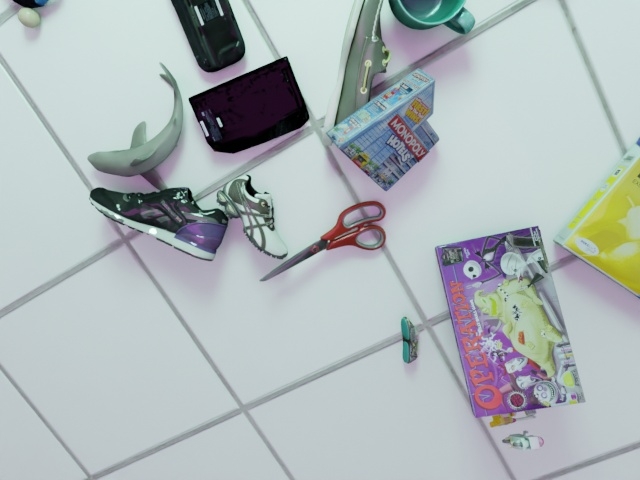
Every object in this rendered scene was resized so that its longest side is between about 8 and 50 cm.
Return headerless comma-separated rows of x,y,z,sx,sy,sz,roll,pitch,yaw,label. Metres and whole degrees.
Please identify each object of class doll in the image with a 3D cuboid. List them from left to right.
-0.556,-0.508,0.856,0.129,0.046,0.188,14,106,2,doll

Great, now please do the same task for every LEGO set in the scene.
0.419,0.294,0.971,0.107,0.132,0.286,-2,80,-13,LEGO set

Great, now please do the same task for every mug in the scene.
0.186,-0.425,0.782,0.130,0.097,0.157,-17,108,2,mug

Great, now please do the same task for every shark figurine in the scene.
-0.340,-0.198,0.893,0.166,0.116,0.278,44,107,-9,shark figurine

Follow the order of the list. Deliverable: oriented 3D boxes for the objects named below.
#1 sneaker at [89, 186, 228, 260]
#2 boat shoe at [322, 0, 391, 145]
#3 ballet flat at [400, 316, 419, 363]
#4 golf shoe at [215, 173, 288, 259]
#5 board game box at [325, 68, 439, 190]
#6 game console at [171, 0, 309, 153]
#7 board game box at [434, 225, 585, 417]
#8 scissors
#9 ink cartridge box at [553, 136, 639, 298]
-0.332,-0.069,0.948,0.284,0.107,0.124,25,92,-6,sneaker
0.077,-0.317,0.824,0.091,0.109,0.304,14,113,0,boat shoe
0.203,0.220,1.005,0.041,0.041,0.114,-3,106,6,ballet flat
-0.124,-0.048,0.933,0.094,0.077,0.198,-39,100,14,golf shoe
0.144,-0.200,0.819,0.194,0.060,0.194,-44,135,13,board game box
-0.177,-0.362,0.867,0.213,0.044,0.361,-19,104,9,game console
0.370,0.159,0.896,0.208,0.056,0.346,-13,81,12,board game box
0.000,0.000,0.941,0.297,0.021,0.108,-16,109,0,scissors
0.682,-0.036,0.869,0.304,0.072,0.307,32,108,-4,ink cartridge box
